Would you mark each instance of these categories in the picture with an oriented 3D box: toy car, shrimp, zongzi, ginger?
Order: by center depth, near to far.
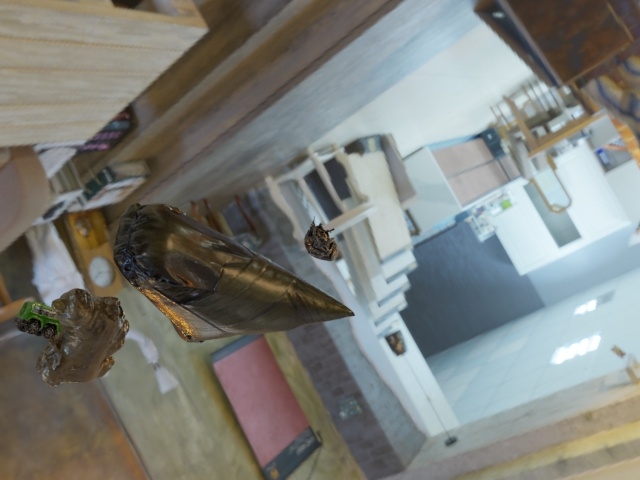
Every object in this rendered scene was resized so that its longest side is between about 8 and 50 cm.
[{"bbox_3d":[-0.113,0.053,0.946,0.300,0.138,0.286,3,152,14],"label":"zongzi"},{"bbox_3d":[-0.352,0.139,0.991,0.137,0.074,0.213,-17,139,-47],"label":"ginger"},{"bbox_3d":[-0.504,0.166,1.274,0.165,0.062,0.071,26,162,-35],"label":"toy car"},{"bbox_3d":[0.000,0.000,1.280,0.065,0.056,0.165,3,159,4],"label":"shrimp"}]
